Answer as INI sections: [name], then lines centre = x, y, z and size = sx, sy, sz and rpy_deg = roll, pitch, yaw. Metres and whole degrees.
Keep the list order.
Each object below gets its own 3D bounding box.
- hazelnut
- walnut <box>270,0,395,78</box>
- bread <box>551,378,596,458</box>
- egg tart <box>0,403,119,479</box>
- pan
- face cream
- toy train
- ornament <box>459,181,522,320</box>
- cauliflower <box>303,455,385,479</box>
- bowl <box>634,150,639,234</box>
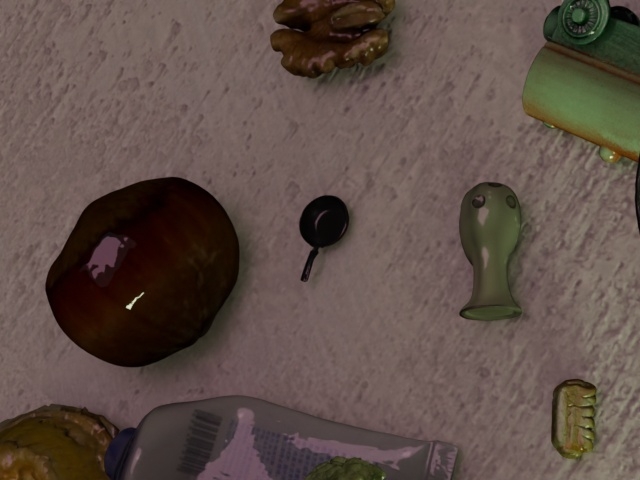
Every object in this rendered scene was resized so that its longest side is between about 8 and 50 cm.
[hazelnut]
centre = -0.214, 0.037, 1.984
size = 0.217, 0.217, 0.251
rpy_deg = 28, 63, 35
[walnut]
centre = 0.019, -0.268, 2.036
size = 0.170, 0.069, 0.143
rpy_deg = 0, 70, 29
[bread]
centre = 0.275, 0.194, 1.732
size = 0.049, 0.034, 0.088
rpy_deg = -2, 74, 14
[egg tart]
centre = -0.371, 0.343, 2.000
size = 0.315, 0.120, 0.315
rpy_deg = -10, 67, 26
[pan]
centre = 0.000, 0.000, 1.970
size = 0.068, 0.023, 0.115
rpy_deg = 11, 75, 32
[face cream]
centre = -0.064, 0.299, 1.851
size = 0.420, 0.137, 0.235
rpy_deg = 12, 79, 25
[toy train]
centre = 0.356, -0.169, 1.785
size = 0.285, 0.116, 0.177
rpy_deg = 28, 99, 34
[ornament]
centre = 0.193, 0.010, 1.829
size = 0.074, 0.081, 0.156
rpy_deg = 1, 72, -5
[cauliflower]
centre = 0.058, 0.361, 1.671
size = 0.272, 0.250, 0.275
rpy_deg = 141, 131, -60
[bowl]
centre = 0.509, -0.037, 1.591
size = 0.354, 0.185, 0.354
rpy_deg = -11, 67, 26
